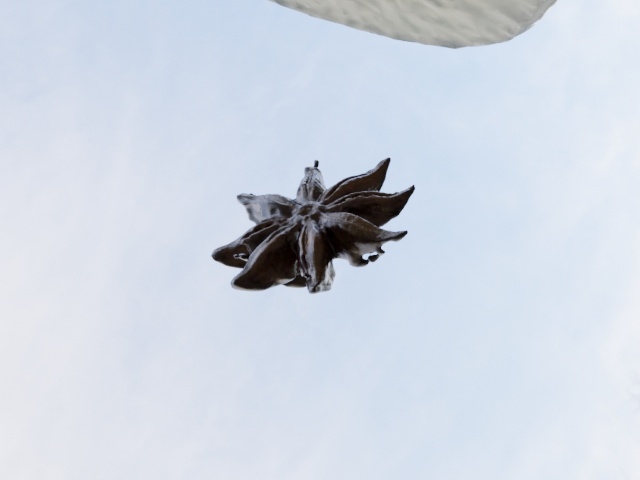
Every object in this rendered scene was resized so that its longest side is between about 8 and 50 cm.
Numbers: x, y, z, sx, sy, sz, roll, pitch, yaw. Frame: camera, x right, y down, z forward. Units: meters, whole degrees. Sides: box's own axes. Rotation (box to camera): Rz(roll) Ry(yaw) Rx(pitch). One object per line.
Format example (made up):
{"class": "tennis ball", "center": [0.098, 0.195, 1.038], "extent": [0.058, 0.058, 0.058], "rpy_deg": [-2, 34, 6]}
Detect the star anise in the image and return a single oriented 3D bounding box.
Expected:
{"class": "star anise", "center": [0.000, 0.000, 1.172], "extent": [0.272, 0.272, 0.102], "rpy_deg": [-37, -53, -22]}

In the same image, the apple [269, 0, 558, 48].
{"class": "apple", "center": [-0.053, -0.222, 0.325], "extent": [0.320, 0.360, 0.312], "rpy_deg": [-68, -7, 30]}
